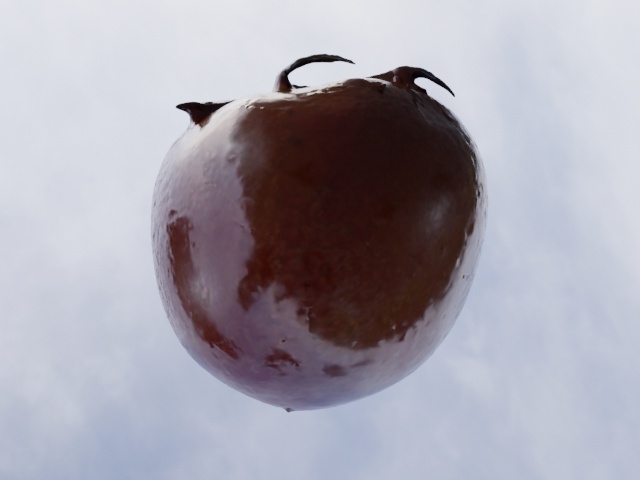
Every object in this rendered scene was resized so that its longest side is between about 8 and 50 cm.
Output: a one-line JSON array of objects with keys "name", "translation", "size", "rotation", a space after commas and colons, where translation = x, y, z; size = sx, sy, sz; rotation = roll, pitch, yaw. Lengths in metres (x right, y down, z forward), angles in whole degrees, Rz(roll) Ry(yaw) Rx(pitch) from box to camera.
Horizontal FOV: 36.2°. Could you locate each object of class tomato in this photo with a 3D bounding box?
[{"name": "tomato", "translation": [0.000, 0.000, 0.449], "size": [0.167, 0.167, 0.167], "rotation": [24, -130, -32]}]
